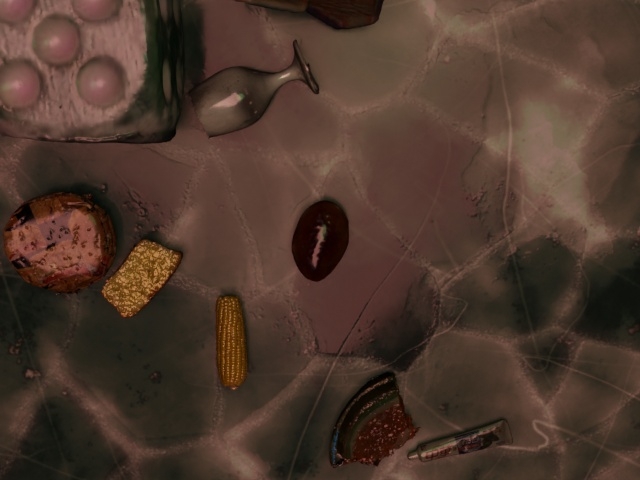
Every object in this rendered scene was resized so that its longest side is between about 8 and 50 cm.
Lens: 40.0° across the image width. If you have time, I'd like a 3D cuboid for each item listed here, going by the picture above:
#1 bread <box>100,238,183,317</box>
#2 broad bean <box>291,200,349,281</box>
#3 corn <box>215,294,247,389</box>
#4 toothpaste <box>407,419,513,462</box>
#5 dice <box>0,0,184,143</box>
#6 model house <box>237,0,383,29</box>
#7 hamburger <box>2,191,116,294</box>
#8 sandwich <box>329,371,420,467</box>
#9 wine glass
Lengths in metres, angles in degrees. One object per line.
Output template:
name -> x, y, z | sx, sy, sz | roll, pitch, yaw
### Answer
bread -> -0.370, 0.070, 1.826 | 0.103, 0.065, 0.187 | 37, 101, -5
broad bean -> 0.000, 0.000, 1.804 | 0.114, 0.084, 0.165 | 23, 94, -21
corn -> -0.189, 0.214, 1.853 | 0.068, 0.067, 0.206 | -3, 99, 1
toothpaste -> 0.303, 0.444, 1.916 | 0.234, 0.038, 0.060 | -15, 103, 0
dice -> -0.431, -0.349, 1.604 | 0.331, 0.328, 0.347 | -2, 102, 1
model house -> -0.020, -0.528, 1.603 | 0.313, 0.280, 0.245 | 11, 88, 4
hamburger -> -0.529, 0.008, 1.794 | 0.231, 0.107, 0.230 | 0, 96, -5
sandwich -> 0.106, 0.408, 1.886 | 0.235, 0.079, 0.159 | -40, 99, 7
wine glass -> -0.132, -0.294, 1.721 | 0.241, 0.126, 0.126 | -22, 101, 2
